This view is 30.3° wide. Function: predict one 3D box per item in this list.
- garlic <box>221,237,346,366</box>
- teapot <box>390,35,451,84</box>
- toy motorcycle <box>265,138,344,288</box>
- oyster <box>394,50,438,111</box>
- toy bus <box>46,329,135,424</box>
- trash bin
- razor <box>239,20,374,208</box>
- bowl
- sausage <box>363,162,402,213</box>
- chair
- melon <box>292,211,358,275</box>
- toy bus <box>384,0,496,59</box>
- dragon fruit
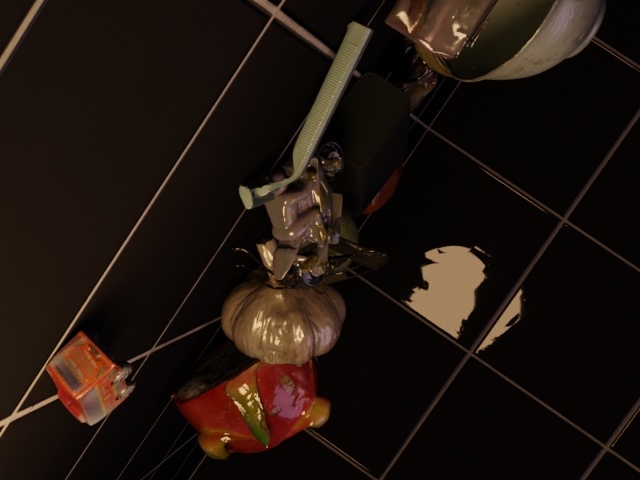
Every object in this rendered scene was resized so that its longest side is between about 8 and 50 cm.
[{"bbox_3d":[-0.067,0.091,2.011,0.218,0.219,0.212,-49,143,-47],"label":"garlic"},{"bbox_3d":[0.223,-0.360,1.947,0.269,0.173,0.182,-32,-142,26],"label":"teapot"},{"bbox_3d":[-0.029,-0.048,1.709,0.152,0.073,0.225,17,80,-48],"label":"toy motorcycle"},{"bbox_3d":[0.160,-0.283,2.236,0.129,0.078,0.345,-39,167,-42],"label":"oyster"},{"bbox_3d":[-0.254,0.153,1.306,0.077,0.065,0.192,-42,170,-17],"label":"toy bus"},{"bbox_3d":[0.066,-0.160,1.947,0.165,0.115,0.225,-53,170,-13],"label":"trash bin"},{"bbox_3d":[-0.008,-0.160,1.555,0.277,0.056,0.111,-56,173,14],"label":"razor"},{"bbox_3d":[0.326,-0.348,1.727,0.313,0.146,0.313,-45,-148,39],"label":"bowl"},{"bbox_3d":[0.083,-0.120,2.178,0.133,0.133,0.258,-57,-178,15],"label":"sausage"},{"bbox_3d":[-0.010,0.022,1.854,0.149,0.213,0.174,-59,176,-13],"label":"chair"},{"bbox_3d":[0.000,0.000,2.131,0.139,0.139,0.192,-54,170,-17],"label":"melon"},{"bbox_3d":[0.220,-0.407,1.624,0.317,0.138,0.112,-56,176,26],"label":"toy bus"},{"bbox_3d":[-0.122,0.287,2.174,0.291,0.189,0.290,-27,-167,7],"label":"dragon fruit"}]
